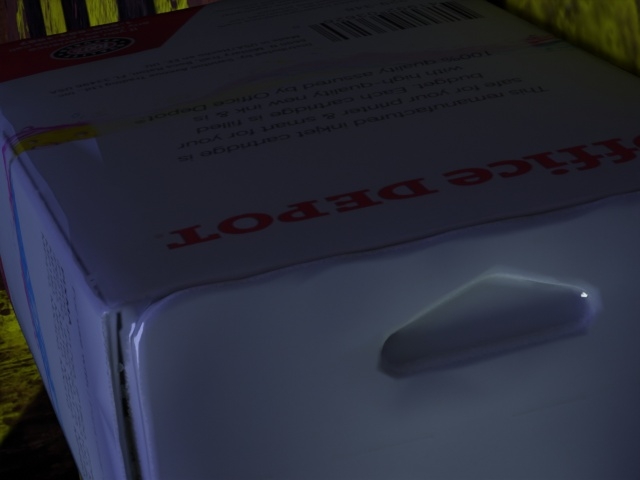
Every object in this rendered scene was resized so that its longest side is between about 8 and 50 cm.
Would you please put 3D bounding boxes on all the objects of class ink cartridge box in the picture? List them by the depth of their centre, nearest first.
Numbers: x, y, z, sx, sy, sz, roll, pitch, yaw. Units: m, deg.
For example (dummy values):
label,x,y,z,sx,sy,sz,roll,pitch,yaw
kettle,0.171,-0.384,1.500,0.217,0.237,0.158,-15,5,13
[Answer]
label,x,y,z,sx,sy,sz,roll,pitch,yaw
ink cartridge box,0.000,0.000,0.583,0.306,0.226,0.131,-131,33,-61
